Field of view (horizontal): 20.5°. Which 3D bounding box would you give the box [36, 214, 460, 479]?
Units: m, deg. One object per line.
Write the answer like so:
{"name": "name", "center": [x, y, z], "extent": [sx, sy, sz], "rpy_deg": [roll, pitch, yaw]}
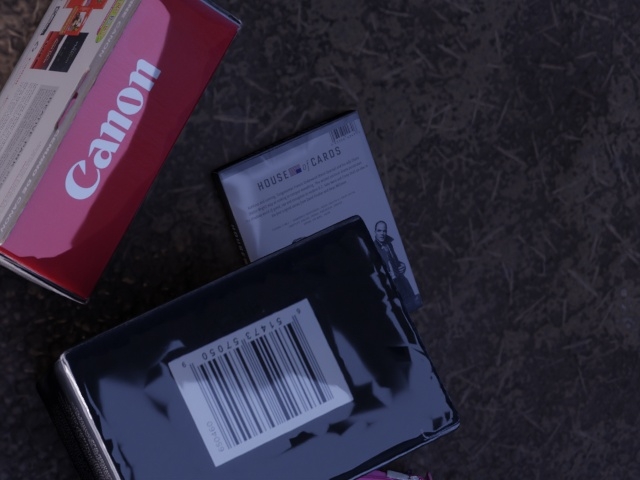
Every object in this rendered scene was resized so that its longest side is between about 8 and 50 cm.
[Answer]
{"name": "box", "center": [-0.086, 0.154, 1.677], "extent": [0.293, 0.395, 0.212], "rpy_deg": [-25, 88, -14]}

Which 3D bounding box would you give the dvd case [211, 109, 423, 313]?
{"name": "dvd case", "center": [0.000, 0.000, 1.940], "extent": [0.179, 0.029, 0.239], "rpy_deg": [-25, 105, -21]}

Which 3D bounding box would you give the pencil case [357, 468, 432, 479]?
{"name": "pencil case", "center": [0.021, 0.290, 1.949], "extent": [0.209, 0.095, 0.098], "rpy_deg": [6, 128, -28]}

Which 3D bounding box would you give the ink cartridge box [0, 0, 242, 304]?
{"name": "ink cartridge box", "center": [-0.219, -0.107, 1.690], "extent": [0.130, 0.272, 0.309], "rpy_deg": [31, 83, -25]}
